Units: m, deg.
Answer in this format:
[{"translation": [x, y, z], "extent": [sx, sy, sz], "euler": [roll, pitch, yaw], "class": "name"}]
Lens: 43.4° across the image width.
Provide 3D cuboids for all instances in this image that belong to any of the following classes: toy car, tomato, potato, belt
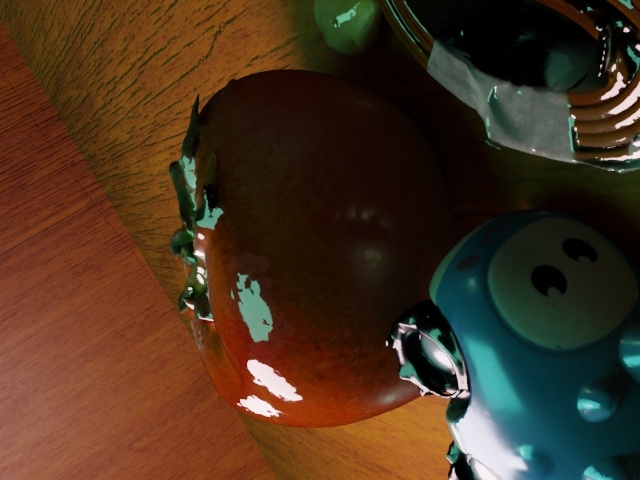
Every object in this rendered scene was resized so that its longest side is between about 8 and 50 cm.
[{"translation": [0.191, 0.101, 0.612], "extent": [0.190, 0.188, 0.255], "euler": [-2, 116, 55], "class": "toy car"}, {"translation": [0.000, 0.000, 0.769], "extent": [0.341, 0.272, 0.342], "euler": [173, 90, -73], "class": "tomato"}, {"translation": [0.027, -0.201, 0.712], "extent": [0.068, 0.062, 0.083], "euler": [43, 138, -7], "class": "potato"}, {"translation": [0.137, -0.151, 0.479], "extent": [0.261, 0.105, 0.184], "euler": [38, 154, 38], "class": "belt"}]
